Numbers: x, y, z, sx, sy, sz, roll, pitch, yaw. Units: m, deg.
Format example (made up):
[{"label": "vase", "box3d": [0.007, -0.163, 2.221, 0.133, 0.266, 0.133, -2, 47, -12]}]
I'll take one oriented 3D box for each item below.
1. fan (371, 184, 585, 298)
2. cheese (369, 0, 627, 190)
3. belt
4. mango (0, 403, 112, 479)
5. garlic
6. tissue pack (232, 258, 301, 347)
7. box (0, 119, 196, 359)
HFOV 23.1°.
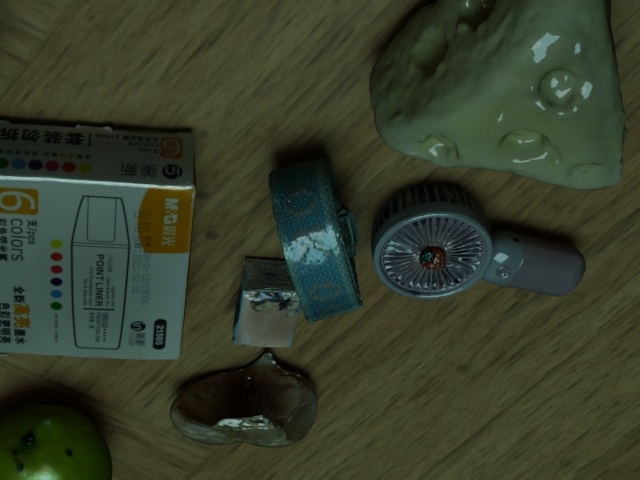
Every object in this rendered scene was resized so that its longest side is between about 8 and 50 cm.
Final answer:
[{"label": "fan", "box3d": [0.173, 0.013, 1.698, 0.244, 0.074, 0.130, 12, 131, -15]}, {"label": "cheese", "box3d": [0.175, -0.175, 1.459, 0.251, 0.174, 0.248, 4, 134, -1]}, {"label": "belt", "box3d": [-0.001, -0.005, 1.625, 0.082, 0.148, 0.163, -11, 161, 3]}, {"label": "mango", "box3d": [-0.344, 0.303, 1.896, 0.175, 0.143, 0.293, 1, 144, -13]}, {"label": "garlic", "box3d": [-0.090, 0.199, 1.850, 0.174, 0.099, 0.124, 2, 152, 0]}, {"label": "tissue pack", "box3d": [-0.059, 0.071, 1.746, 0.074, 0.059, 0.094, 3, 133, -9]}, {"label": "box", "box3d": [-0.245, 0.005, 1.649, 0.220, 0.091, 0.274, 1, 134, -6]}]
